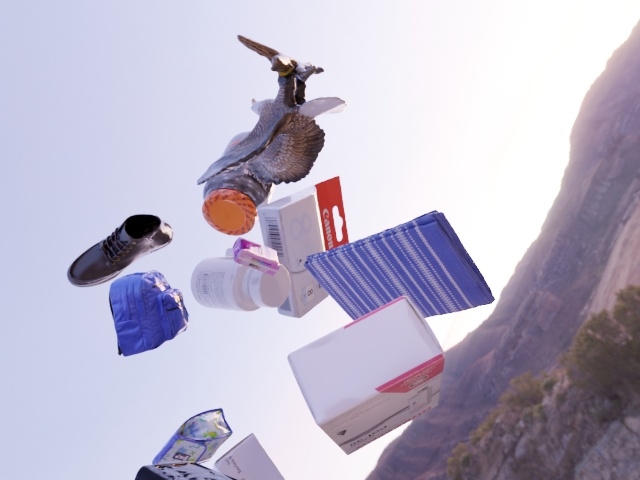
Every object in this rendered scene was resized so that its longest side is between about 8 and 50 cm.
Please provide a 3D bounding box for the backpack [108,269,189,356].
[{"bbox_3d":[-0.272,0.107,0.676,0.098,0.101,0.120,-160,55,-88],"label":"backpack"}]

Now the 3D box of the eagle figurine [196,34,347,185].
[{"bbox_3d":[-0.098,-0.220,0.853,0.225,0.226,0.298,-102,32,-65],"label":"eagle figurine"}]

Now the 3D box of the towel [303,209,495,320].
[{"bbox_3d":[0.153,0.077,0.876,0.243,0.336,0.040,50,-137,-22],"label":"towel"}]

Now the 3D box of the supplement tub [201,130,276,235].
[{"bbox_3d":[-0.248,-0.186,1.361,0.338,0.207,0.207,-79,-9,-45],"label":"supplement tub"}]

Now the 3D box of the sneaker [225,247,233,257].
[{"bbox_3d":[-0.254,0.167,1.476,0.292,0.108,0.169,49,-141,-50],"label":"sneaker"}]

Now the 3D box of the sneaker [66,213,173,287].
[{"bbox_3d":[-0.408,0.012,0.833,0.222,0.083,0.118,-33,-6,-14],"label":"sneaker"}]

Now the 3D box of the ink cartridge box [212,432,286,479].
[{"bbox_3d":[-0.138,0.489,0.829,0.093,0.154,0.212,-31,-22,-32],"label":"ink cartridge box"}]

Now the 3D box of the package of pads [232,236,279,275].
[{"bbox_3d":[-0.116,0.028,0.766,0.083,0.050,0.032,23,-65,-30],"label":"package of pads"}]

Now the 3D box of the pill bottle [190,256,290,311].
[{"bbox_3d":[-0.191,0.104,1.013,0.131,0.229,0.131,4,-95,-53],"label":"pill bottle"}]

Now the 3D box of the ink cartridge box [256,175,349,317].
[{"bbox_3d":[0.000,0.000,1.229,0.385,0.091,0.308,-30,-63,-47],"label":"ink cartridge box"}]

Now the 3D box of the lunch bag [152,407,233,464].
[{"bbox_3d":[-0.310,0.486,1.015,0.151,0.096,0.128,12,-58,-50],"label":"lunch bag"}]

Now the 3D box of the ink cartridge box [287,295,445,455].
[{"bbox_3d":[0.089,0.239,0.710,0.207,0.117,0.283,-27,-36,-5],"label":"ink cartridge box"}]

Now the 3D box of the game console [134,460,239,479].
[{"bbox_3d":[-0.198,0.332,0.504,0.361,0.213,0.043,35,-114,-53],"label":"game console"}]
